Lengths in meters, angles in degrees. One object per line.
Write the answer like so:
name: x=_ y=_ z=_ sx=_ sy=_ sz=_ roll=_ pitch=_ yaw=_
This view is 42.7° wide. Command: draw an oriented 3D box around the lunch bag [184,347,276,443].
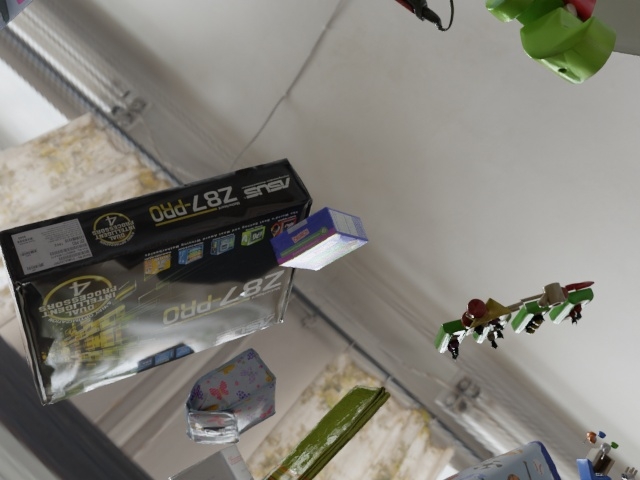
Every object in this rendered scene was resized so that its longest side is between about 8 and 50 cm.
lunch bag: x=-0.084 y=0.150 z=0.745 sx=0.053 sy=0.083 sz=0.071 roll=50 pitch=-27 yaw=29

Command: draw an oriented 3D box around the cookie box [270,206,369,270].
cookie box: x=0.000 y=0.000 z=1.068 sx=0.091 sy=0.107 sz=0.040 roll=-29 pitch=-108 yaw=21

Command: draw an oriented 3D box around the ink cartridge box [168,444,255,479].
ink cartridge box: x=-0.174 y=0.599 z=1.727 sx=0.308 sy=0.129 sz=0.223 roll=59 pitch=-3 yaw=11

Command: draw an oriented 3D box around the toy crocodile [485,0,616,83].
toy crocodile: x=0.268 y=-0.301 z=0.911 sx=0.115 sy=0.341 sz=0.105 roll=35 pitch=-42 yaw=-21

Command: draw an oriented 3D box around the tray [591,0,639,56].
tray: x=0.451 y=-0.305 z=1.088 sx=0.270 sy=0.030 sz=0.145 roll=15 pitch=-96 yaw=19

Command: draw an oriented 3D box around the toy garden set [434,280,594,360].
toy garden set: x=0.310 y=0.124 z=1.262 sx=0.204 sy=0.244 sz=0.049 roll=88 pitch=-13 yaw=-68

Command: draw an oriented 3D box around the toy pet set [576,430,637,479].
toy pet set: x=0.531 y=0.425 z=1.548 sx=0.122 sy=0.065 sz=0.114 roll=40 pitch=-19 yaw=-1

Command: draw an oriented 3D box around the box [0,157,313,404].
box: x=-0.223 y=0.060 z=1.149 sx=0.097 sy=0.394 sz=0.318 roll=60 pitch=-27 yaw=27

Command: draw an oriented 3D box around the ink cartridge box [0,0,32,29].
ink cartridge box: x=-0.352 y=-0.200 z=0.650 sx=0.065 sy=0.311 sz=0.186 roll=26 pitch=-29 yaw=18

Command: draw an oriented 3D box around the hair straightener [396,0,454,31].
hair straightener: x=0.091 y=-0.365 z=1.097 sx=0.230 sy=0.047 sz=0.089 roll=42 pitch=-28 yaw=6

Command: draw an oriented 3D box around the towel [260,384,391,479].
towel: x=-0.016 y=0.265 z=1.026 sx=0.021 sy=0.237 sz=0.102 roll=53 pitch=-22 yaw=-12

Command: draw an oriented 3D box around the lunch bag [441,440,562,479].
lunch bag: x=0.210 y=0.536 z=1.364 sx=0.385 sy=0.327 sz=0.239 roll=-37 pitch=-113 yaw=30
